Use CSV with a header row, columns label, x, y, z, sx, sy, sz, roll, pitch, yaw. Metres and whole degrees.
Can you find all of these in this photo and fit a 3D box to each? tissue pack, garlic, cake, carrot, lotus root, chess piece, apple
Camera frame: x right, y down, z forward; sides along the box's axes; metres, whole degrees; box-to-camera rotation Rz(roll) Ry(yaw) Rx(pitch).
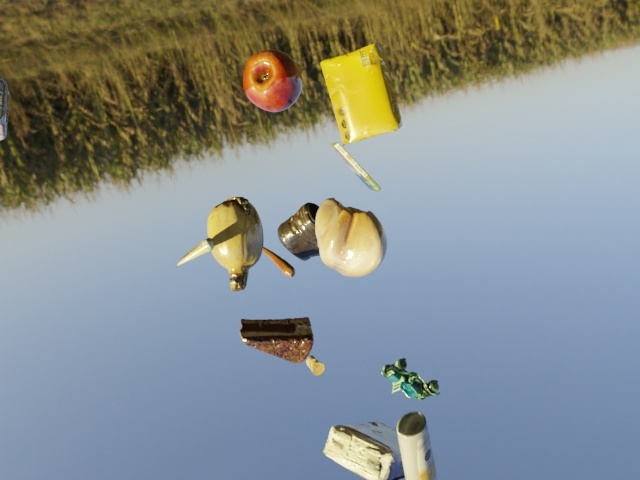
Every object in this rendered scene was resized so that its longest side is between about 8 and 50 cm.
label,x,y,z,sx,sy,sz,roll,pitch,yaw
tissue pack,0.130,-0.451,1.689,0.192,0.270,0.134,-13,-169,23
garlic,0.077,0.013,1.537,0.217,0.227,0.110,17,-149,22
cake,-0.152,0.344,1.856,0.246,0.135,0.112,0,-141,-11
tissue pack,0.193,0.715,1.860,0.242,0.125,0.344,16,176,33
carrot,-0.178,0.080,2.236,0.048,0.048,0.216,-25,-130,-35
lotus root,-0.275,0.012,1.796,0.183,0.309,0.183,-7,175,-1
chess piece,-0.028,0.531,2.345,0.060,0.060,0.172,-18,-175,-12
apple,-0.175,-0.584,2.001,0.218,0.218,0.201,-9,-177,19

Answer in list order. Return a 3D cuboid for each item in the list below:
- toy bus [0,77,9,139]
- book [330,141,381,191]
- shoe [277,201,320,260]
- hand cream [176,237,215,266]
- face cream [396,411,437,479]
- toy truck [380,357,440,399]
label,x,y,z,sx,sy,sz,roll,pitch,yaw
toy bus,-0.889,-0.335,1.355,0.203,0.141,0.142,3,164,-26
book,0.147,-0.317,2.342,0.027,0.264,0.202,-44,-169,2
shoe,0.000,0.000,2.321,0.237,0.384,0.171,-35,-133,31
hand cream,-0.382,0.038,1.673,0.143,0.039,0.061,-29,-157,25
face cream,0.258,0.579,1.449,0.073,0.269,0.107,16,-141,42
toy truck,0.238,0.386,1.457,0.080,0.154,0.078,-43,-164,50
